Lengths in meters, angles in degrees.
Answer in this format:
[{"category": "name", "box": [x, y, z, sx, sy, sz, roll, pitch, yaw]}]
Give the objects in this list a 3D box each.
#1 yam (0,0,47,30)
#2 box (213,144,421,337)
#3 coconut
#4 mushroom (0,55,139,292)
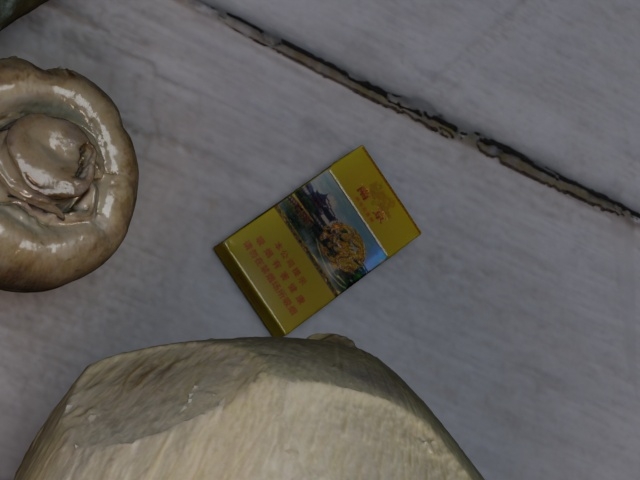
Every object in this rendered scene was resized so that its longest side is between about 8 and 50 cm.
[{"category": "yam", "box": [-0.219, -0.208, 1.252, 0.259, 0.106, 0.106, -37, 94, -32]}, {"category": "box", "box": [0.000, 0.000, 1.355, 0.155, 0.023, 0.087, -36, 91, -32]}, {"category": "coconut", "box": [-0.040, 0.223, 1.083, 0.346, 0.346, 0.360, 36, 66, -14]}, {"category": "mushroom", "box": [-0.202, -0.048, 1.202, 0.166, 0.127, 0.166, 13, 63, -28]}]
